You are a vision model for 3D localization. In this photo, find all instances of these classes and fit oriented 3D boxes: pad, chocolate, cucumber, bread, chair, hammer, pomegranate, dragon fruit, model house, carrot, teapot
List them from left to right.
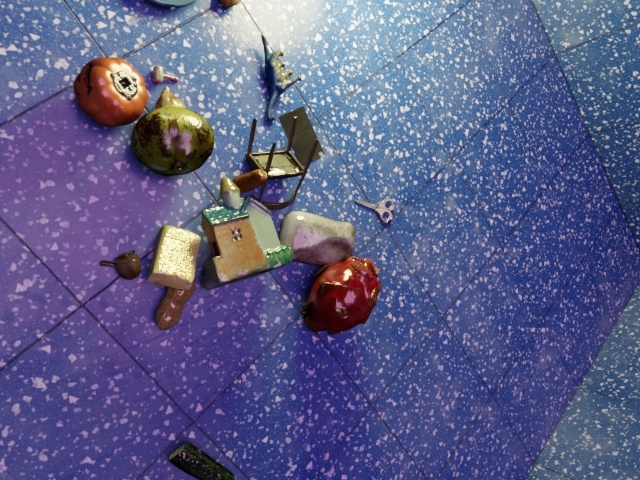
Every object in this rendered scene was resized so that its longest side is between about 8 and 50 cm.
[{"bbox_3d":[-0.580,0.069,1.360,0.110,0.085,0.080,-4,116,-3],"label":"teapot"},{"bbox_3d":[-0.478,-0.507,1.443,0.083,0.031,0.053,3,90,-41],"label":"hammer"},{"bbox_3d":[-0.427,-0.326,1.362,0.221,0.203,0.277,8,86,-37],"label":"pomegranate"},{"bbox_3d":[-0.431,0.051,1.389,0.125,0.068,0.189,21,46,-26],"label":"bread"},{"bbox_3d":[-0.364,0.711,1.456,0.241,0.074,0.075,46,68,-23],"label":"cucumber"},{"bbox_3d":[-0.270,-0.038,1.481,0.267,0.194,0.325,-16,87,-32],"label":"model house"},{"bbox_3d":[-0.226,-0.189,1.492,0.060,0.186,0.060,3,86,-37],"label":"carrot"},{"bbox_3d":[-0.146,-0.259,1.565,0.188,0.166,0.272,-11,137,-31],"label":"chair"},{"bbox_3d":[-0.066,-0.380,1.694,0.116,0.004,0.193,-32,105,-27],"label":"pad"},{"bbox_3d":[0.000,0.000,1.677,0.302,0.100,0.185,10,87,-27],"label":"chocolate"},{"bbox_3d":[0.077,0.197,1.640,0.314,0.250,0.251,-20,100,-6],"label":"dragon fruit"}]

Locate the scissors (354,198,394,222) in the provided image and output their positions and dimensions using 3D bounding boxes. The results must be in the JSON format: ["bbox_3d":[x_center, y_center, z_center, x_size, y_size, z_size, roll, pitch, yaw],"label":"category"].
[{"bbox_3d":[0.215,-0.135,1.850,0.188,0.015,0.100,14,84,-29],"label":"scissors"}]

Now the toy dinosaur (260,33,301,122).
[{"bbox_3d":[-0.179,-0.558,1.599,0.188,0.075,0.248,-44,116,-16],"label":"toy dinosaur"}]

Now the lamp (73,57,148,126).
[{"bbox_3d":[-0.587,-0.409,1.300,0.187,0.163,0.188,16,70,-53],"label":"lamp"}]

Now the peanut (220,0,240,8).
[{"bbox_3d":[-0.292,-0.839,1.533,0.076,0.076,0.152,12,85,-30],"label":"peanut"}]

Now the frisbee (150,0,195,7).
[{"bbox_3d":[-0.483,-0.859,1.431,0.289,0.049,0.290,0,91,-27],"label":"frisbee"}]

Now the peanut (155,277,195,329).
[{"bbox_3d":[-0.439,0.182,1.413,0.089,0.089,0.193,28,75,-27],"label":"peanut"}]
